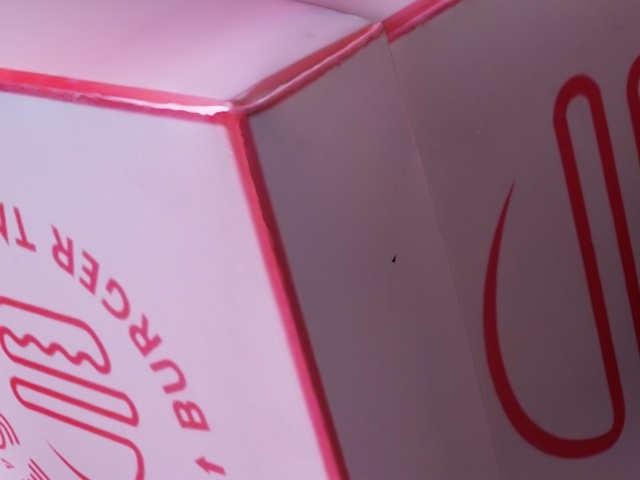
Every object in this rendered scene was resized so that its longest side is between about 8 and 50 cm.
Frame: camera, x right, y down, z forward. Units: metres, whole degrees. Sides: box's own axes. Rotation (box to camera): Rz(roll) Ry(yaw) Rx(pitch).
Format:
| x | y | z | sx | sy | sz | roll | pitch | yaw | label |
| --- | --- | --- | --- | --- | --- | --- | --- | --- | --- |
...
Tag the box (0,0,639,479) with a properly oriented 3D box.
| x | y | z | sx | sy | sz | roll | pitch | yaw | label |
| --- | --- | --- | --- | --- | --- | --- | --- | --- | --- |
| 0.000 | 0.000 | 0.816 | 0.314 | 0.300 | 0.312 | 12 | 127 | 45 | box |
